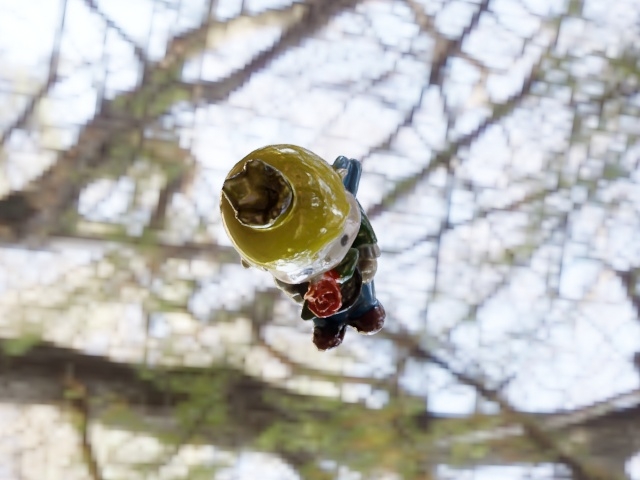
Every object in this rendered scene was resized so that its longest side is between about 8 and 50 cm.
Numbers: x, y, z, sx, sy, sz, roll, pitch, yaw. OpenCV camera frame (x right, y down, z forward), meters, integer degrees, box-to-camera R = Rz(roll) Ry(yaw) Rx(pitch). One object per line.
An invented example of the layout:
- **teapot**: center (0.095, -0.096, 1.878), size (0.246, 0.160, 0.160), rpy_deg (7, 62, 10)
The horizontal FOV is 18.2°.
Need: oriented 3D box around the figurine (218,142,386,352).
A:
- **figurine**: center (-0.013, 0.008, 1.737), size (0.234, 0.127, 0.185), rpy_deg (42, 36, -88)
